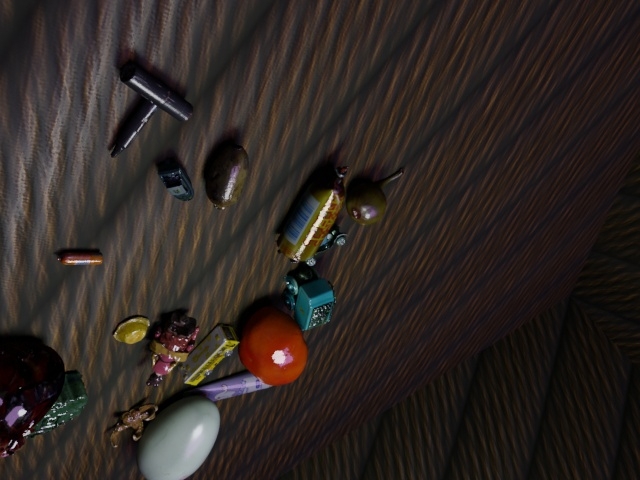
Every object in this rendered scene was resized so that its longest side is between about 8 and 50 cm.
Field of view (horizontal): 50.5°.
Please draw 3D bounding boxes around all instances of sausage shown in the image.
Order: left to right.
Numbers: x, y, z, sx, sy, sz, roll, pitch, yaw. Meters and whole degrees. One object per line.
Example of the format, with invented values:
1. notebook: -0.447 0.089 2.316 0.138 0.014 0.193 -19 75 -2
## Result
1. sausage: -0.559 0.041 1.574 0.107 0.031 0.031 3 132 -47
2. sausage: -0.003 -0.086 1.875 0.125 0.117 0.317 -31 158 -57

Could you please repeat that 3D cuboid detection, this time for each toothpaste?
1. toothpaste: -0.319 0.525 2.446 0.371 0.080 0.125 -10 144 -23

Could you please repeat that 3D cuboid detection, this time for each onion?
1. onion: -0.750 0.358 1.646 0.221 0.281 0.281 -14 162 32

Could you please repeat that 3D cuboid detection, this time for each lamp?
1. lamp: -0.444 0.324 1.996 0.118 0.118 0.253 -6 137 -40

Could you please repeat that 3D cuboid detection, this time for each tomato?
1. tomato: -0.158 0.342 2.167 0.180 0.260 0.260 -29 151 -38

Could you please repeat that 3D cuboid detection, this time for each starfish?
1. starfish: -0.611 0.591 2.223 0.146 0.074 0.190 9 127 -52

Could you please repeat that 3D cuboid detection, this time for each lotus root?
1. lotus root: -0.222 -0.147 1.598 0.080 0.089 0.179 -68 -179 -55

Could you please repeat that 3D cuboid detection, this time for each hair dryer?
1. hair dryer: -0.378 -0.246 1.357 0.195 0.050 0.173 -39 146 11

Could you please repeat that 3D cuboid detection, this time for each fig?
1. fig: 0.166 -0.145 2.005 0.236 0.124 0.124 -48 158 -32

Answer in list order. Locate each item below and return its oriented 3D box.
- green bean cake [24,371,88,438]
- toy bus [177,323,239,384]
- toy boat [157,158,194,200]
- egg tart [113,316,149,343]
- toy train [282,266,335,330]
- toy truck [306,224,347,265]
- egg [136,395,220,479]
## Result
1. green bean cake: -0.761 0.467 1.875 0.208 0.107 0.193 -5 136 -44
2. toy bus: -0.360 0.365 2.172 0.226 0.081 0.074 -44 144 19
3. toy boat: -0.325 -0.127 1.557 0.055 0.060 0.141 -11 154 3
4. egg tart: -0.523 0.256 1.892 0.105 0.039 0.105 -27 150 -17
5. toy train: -0.037 0.187 2.164 0.112 0.163 0.203 -20 145 -23
6. toy truck: -0.001 0.001 2.048 0.154 0.080 0.078 -33 122 -7
7. egg: -0.484 0.680 2.319 0.371 0.230 0.230 -50 147 18
